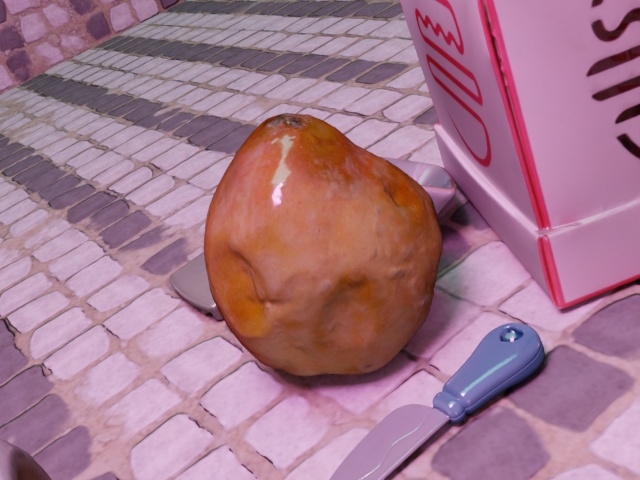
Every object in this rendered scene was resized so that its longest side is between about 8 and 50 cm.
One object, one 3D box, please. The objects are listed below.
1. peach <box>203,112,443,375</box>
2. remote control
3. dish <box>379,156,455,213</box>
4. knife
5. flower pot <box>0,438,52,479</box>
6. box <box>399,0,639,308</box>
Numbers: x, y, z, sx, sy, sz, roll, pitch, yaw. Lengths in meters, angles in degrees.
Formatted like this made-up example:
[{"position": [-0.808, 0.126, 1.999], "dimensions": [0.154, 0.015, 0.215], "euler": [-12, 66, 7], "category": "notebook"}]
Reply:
[{"position": [0.000, 0.000, 0.733], "dimensions": [0.214, 0.235, 0.214], "euler": [-12, 38, 9], "category": "peach"}, {"position": [-0.042, -0.009, 0.982], "dimensions": [0.285, 0.038, 0.123], "euler": [-33, 30, -20], "category": "remote control"}, {"position": [0.021, -0.054, 0.900], "dimensions": [0.234, 0.064, 0.154], "euler": [8, 15, 1], "category": "dish"}, {"position": [0.076, 0.143, 0.648], "dimensions": [0.244, 0.032, 0.058], "euler": [-35, 32, -15], "category": "knife"}, {"position": [-0.237, 0.233, 0.489], "dimensions": [0.195, 0.246, 0.246], "euler": [-29, 28, -11], "category": "flower pot"}, {"position": [0.268, -0.178, 0.772], "dimensions": [0.314, 0.300, 0.312], "euler": [-22, 28, 1], "category": "box"}]
